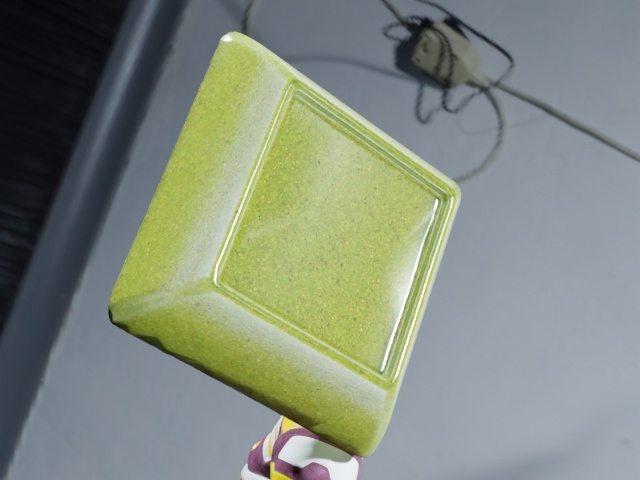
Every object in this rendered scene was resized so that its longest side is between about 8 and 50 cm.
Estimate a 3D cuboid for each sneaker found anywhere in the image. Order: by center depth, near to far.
[{"bbox_3d":[-0.004,0.138,0.804,0.069,0.185,0.084,27,82,-8],"label":"sneaker"}]

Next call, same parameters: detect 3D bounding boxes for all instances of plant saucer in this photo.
[{"bbox_3d":[0.000,0.000,0.687,0.045,0.188,0.188,-15,49,53],"label":"plant saucer"}]
